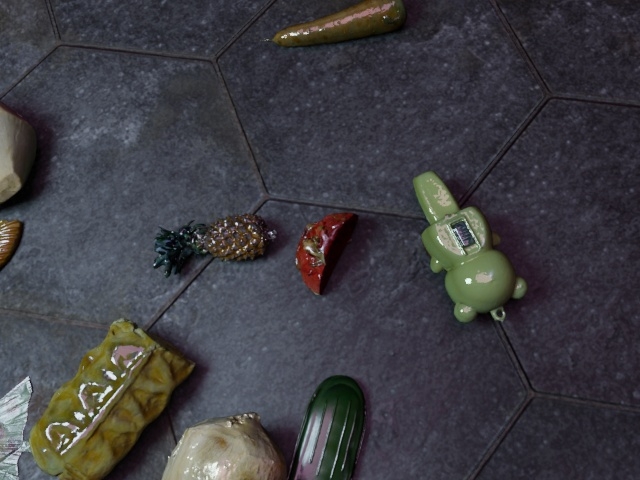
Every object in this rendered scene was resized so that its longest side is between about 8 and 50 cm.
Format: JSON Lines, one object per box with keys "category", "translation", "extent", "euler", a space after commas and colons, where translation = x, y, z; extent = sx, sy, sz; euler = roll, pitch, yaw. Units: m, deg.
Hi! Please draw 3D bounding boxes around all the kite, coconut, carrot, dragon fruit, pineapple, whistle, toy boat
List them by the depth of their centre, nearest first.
{"category": "coconut", "translation": [-0.137, 0.347, 0.994], "extent": [0.194, 0.194, 0.194], "euler": [-1, 69, 3]}
{"category": "toy boat", "translation": [0.015, 0.316, 1.060], "extent": [0.104, 0.052, 0.210], "euler": [18, 70, -7]}
{"category": "kite", "translation": [-0.498, 0.340, 1.106], "extent": [0.250, 0.012, 0.229], "euler": [2, 71, 3]}
{"category": "whistle", "translation": [0.238, 0.009, 1.131], "extent": [0.131, 0.106, 0.288], "euler": [-25, 71, -3]}
{"category": "dragon fruit", "translation": [0.000, 0.000, 1.151], "extent": [0.083, 0.106, 0.162], "euler": [28, 76, 14]}
{"category": "pineapple", "translation": [-0.185, 0.006, 1.171], "extent": [0.221, 0.083, 0.103], "euler": [-9, 69, 3]}
{"category": "coconut", "translation": [-0.635, -0.159, 1.203], "extent": [0.237, 0.197, 0.236], "euler": [-2, 64, 3]}
{"category": "carrot", "translation": [0.025, -0.426, 1.335], "extent": [0.298, 0.078, 0.078], "euler": [-13, 69, 5]}

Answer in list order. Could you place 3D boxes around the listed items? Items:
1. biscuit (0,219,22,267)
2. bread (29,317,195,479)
{"category": "biscuit", "translation": [-0.665, 0.011, 1.228], "extent": [0.228, 0.031, 0.176], "euler": [-37, 73, -9]}
{"category": "bread", "translation": [-0.339, 0.260, 1.063], "extent": [0.152, 0.130, 0.267], "euler": [36, 75, 6]}
